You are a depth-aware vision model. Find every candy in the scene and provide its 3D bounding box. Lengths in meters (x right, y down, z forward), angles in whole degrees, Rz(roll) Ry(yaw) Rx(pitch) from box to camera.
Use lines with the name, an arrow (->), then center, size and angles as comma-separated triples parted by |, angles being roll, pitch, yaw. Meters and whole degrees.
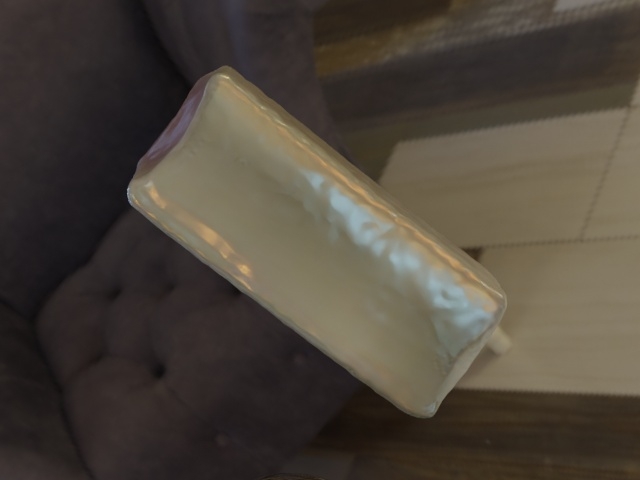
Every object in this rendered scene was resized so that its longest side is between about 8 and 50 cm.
candy -> 0.001, -0.002, 1.176 | 0.145, 0.359, 0.208 | -52, 6, 5

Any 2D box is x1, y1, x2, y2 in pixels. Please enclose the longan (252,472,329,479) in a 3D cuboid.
longan -> -0.009, 0.359, 1.164 | 0.297, 0.297, 0.297 | -30, 37, 26
